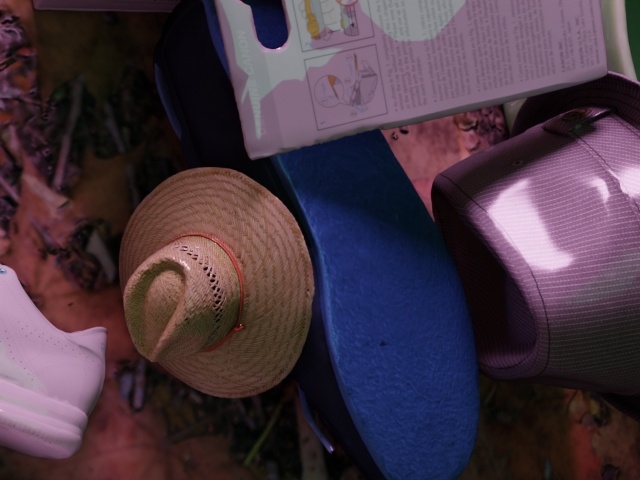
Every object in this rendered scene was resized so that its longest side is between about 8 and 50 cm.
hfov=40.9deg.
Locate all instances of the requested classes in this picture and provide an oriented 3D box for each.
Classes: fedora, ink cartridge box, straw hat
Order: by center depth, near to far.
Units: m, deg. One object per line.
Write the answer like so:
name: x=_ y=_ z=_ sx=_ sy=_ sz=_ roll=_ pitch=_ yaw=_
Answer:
straw hat: x=-0.077 y=0.033 z=0.478 sx=0.061 sy=0.144 sz=0.144 roll=-29 pitch=99 yaw=-60
ink cartridge box: x=0.046 y=-0.164 z=0.490 sx=0.232 sy=0.066 sz=0.189 roll=-15 pitch=104 yaw=-12
fedora: x=0.152 y=0.017 z=0.569 sx=0.124 sy=0.275 sz=0.244 roll=-13 pitch=118 yaw=-11

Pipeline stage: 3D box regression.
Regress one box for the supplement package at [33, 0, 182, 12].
supplement package: x=-0.080 y=-0.289 z=0.530 sx=0.204 sy=0.145 sz=0.262 roll=-8 pitch=86 yaw=-32

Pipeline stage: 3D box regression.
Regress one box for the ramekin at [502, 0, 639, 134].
ramekin: x=0.297 y=-0.136 z=0.725 sx=0.303 sy=0.148 sz=0.303 roll=5 pitch=80 yaw=-30

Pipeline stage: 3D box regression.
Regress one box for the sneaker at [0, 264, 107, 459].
sneaker: x=-0.211 y=0.036 z=0.454 sx=0.212 sy=0.080 sz=0.094 roll=34 pitch=55 yaw=-29

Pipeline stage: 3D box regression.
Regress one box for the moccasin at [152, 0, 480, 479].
moccasin: x=0.000 y=0.000 z=0.554 sx=0.137 sy=0.117 sz=0.342 roll=-23 pitch=95 yaw=-39
